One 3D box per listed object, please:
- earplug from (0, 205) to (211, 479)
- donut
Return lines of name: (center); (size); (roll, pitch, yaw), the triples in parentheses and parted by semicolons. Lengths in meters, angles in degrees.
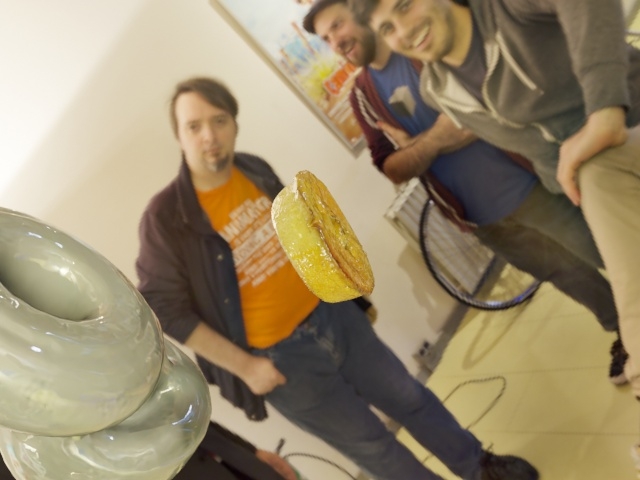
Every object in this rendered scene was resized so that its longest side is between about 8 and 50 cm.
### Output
earplug: (-0.209, 0.102, 0.558); (0.175, 0.325, 0.214); (-31, 48, -8)
donut: (0.000, 0.000, 0.903); (0.065, 0.178, 0.162); (-30, 3, 16)
